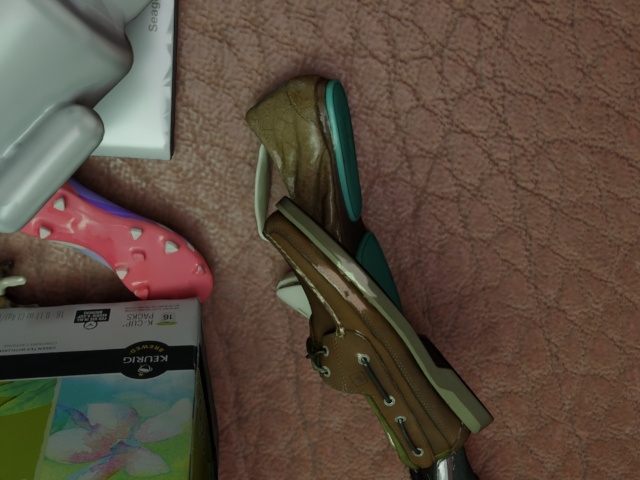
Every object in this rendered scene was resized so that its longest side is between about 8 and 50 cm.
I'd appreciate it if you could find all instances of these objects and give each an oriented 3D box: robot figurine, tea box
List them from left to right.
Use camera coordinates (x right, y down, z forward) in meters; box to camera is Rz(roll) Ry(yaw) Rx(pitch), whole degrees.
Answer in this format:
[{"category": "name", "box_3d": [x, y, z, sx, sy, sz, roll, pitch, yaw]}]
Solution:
[{"category": "robot figurine", "box_3d": [-0.304, -0.148, 0.754, 0.353, 0.200, 0.300, -42, 68, 8]}, {"category": "tea box", "box_3d": [-0.269, 0.240, 0.831, 0.329, 0.323, 0.219, -4, 126, -4]}]

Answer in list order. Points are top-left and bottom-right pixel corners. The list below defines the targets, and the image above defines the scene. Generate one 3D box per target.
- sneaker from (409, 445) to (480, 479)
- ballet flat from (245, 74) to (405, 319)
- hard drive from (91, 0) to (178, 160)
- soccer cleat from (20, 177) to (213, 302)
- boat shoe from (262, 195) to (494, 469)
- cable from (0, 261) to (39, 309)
[{"category": "sneaker", "box_3d": [0.196, 0.311, 1.035, 0.163, 0.106, 0.281, -9, 117, -7]}, {"category": "ballet flat", "box_3d": [0.000, 0.000, 0.925, 0.124, 0.116, 0.342, -11, 109, 19]}, {"category": "hard drive", "box_3d": [-0.320, -0.205, 0.865, 0.353, 0.047, 0.232, 3, 106, -6]}, {"category": "soccer cleat", "box_3d": [-0.219, -0.010, 0.919, 0.248, 0.095, 0.083, 28, 106, -26]}, {"category": "boat shoe", "box_3d": [0.037, 0.099, 0.829, 0.104, 0.110, 0.307, -40, 103, 3]}, {"category": "cable", "box_3d": [-0.445, 0.056, 0.915, 0.287, 0.072, 0.139, -19, 109, 0]}]
